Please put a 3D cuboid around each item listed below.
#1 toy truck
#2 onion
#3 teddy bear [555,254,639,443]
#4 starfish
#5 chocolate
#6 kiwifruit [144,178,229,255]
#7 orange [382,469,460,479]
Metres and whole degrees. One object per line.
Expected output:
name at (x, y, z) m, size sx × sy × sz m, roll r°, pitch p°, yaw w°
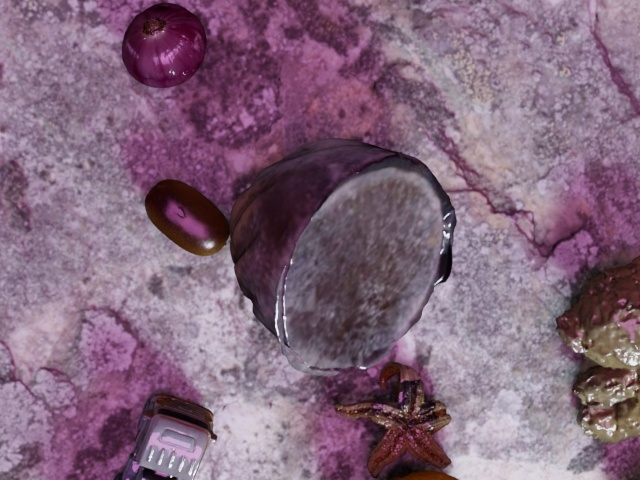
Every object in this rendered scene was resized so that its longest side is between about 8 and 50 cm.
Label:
toy truck at (-0.227, 0.347, 1.260) m, size 0.108 × 0.140 × 0.256 m, roll 22°, pitch 94°, yaw -10°
onion at (-0.199, -0.249, 1.215) m, size 0.115 × 0.115 × 0.104 m, roll -39°, pitch 146°, yaw -2°
teddy bear at (0.458, 0.151, 1.337) m, size 0.267 × 0.156 × 0.256 m, roll -36°, pitch 100°, yaw -1°
starfish at (0.116, 0.275, 1.343) m, size 0.146 × 0.074 × 0.190 m, roll -42°, pitch 103°, yaw -8°
chocolate at (0.000, 0.000, 1.216) m, size 0.303 × 0.213 × 0.303 m, roll -23°, pitch 128°, yaw -33°
kiwifruit at (-0.177, -0.030, 1.254) m, size 0.124 × 0.075 × 0.075 m, roll 36°, pitch 91°, yaw -9°
orange at (0.136, 0.403, 1.305) m, size 0.193 × 0.193 × 0.161 m, roll -19°, pitch 77°, yaw -6°
